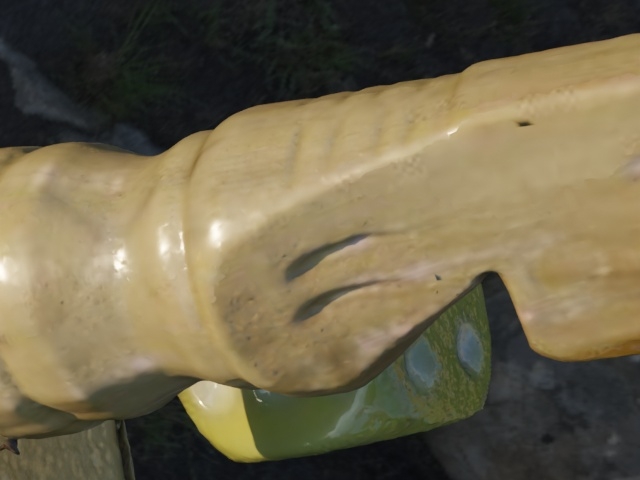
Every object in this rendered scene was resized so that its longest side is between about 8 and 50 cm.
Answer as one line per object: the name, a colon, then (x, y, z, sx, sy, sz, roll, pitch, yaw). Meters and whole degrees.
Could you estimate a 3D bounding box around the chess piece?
chess piece: (0.000, 0.000, 0.488, 0.137, 0.301, 0.137, -11, 90, -67)

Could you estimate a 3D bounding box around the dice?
dice: (0.007, 0.058, 0.886, 0.169, 0.169, 0.166, -2, 78, -57)

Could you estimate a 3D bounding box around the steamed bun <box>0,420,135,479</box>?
steamed bun: (-0.187, 0.110, 0.654, 0.212, 0.110, 0.231, 33, 45, -56)
